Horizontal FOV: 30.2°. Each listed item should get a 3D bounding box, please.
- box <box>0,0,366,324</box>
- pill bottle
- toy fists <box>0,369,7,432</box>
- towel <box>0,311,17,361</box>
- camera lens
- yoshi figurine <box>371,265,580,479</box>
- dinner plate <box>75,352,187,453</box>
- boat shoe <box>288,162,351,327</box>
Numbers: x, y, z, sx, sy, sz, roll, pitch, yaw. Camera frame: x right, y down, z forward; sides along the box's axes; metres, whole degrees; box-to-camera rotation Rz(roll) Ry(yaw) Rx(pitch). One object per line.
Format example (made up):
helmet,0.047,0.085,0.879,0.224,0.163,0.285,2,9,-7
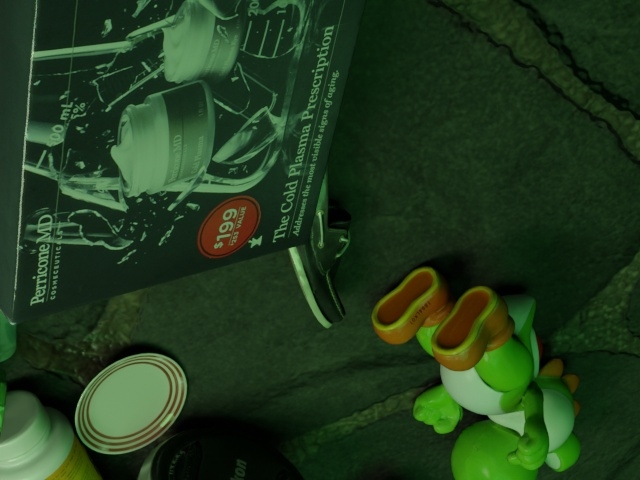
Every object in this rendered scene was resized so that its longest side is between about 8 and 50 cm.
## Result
box,-0.148,-0.143,1.003,0.312,0.179,0.343,-15,134,-35
pill bottle,-0.325,0.276,1.386,0.117,0.117,0.215,-18,129,0
toy fists,-0.403,0.173,1.180,0.142,0.279,0.096,7,79,-21
towel,-0.481,-0.028,1.118,0.374,0.090,0.321,2,124,-7
camera lens,-0.143,0.383,1.447,0.219,0.219,0.274,11,123,-21
yoshi figurine,0.195,0.205,1.428,0.203,0.204,0.362,-21,133,23
dinner plate,-0.223,0.189,1.390,0.141,0.017,0.141,-18,128,-24
boat shoe,0.000,0.000,1.279,0.079,0.084,0.233,-16,125,-1
